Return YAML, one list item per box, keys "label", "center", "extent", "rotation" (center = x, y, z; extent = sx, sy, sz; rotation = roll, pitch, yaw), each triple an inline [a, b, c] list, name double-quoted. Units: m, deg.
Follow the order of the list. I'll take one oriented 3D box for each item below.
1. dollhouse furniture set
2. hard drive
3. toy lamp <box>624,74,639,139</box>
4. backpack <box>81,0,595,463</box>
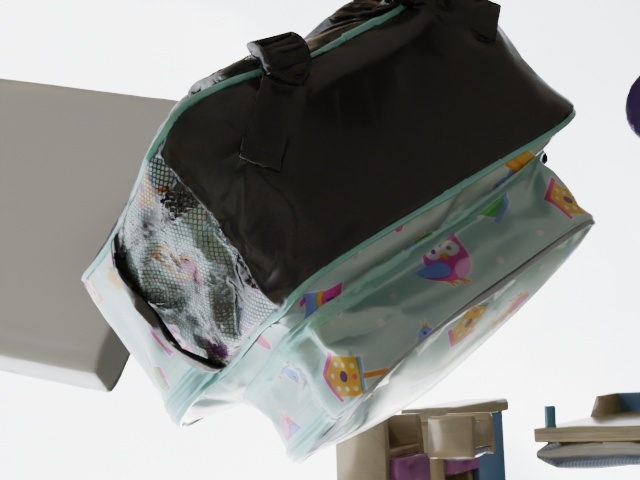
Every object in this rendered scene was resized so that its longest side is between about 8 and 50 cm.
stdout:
- label: "dollhouse furniture set"
  center: [0.216, 0.237, 1.428]
  extent: [0.286, 0.303, 0.198]
  rotation: [1, -96, -60]
- label: "hard drive"
  center: [-0.274, -0.022, 1.271]
  extent: [0.047, 0.353, 0.233]
  rotation: [64, -139, -53]
- label: "toy lamp"
  center: [0.273, -0.011, 1.030]
  extent: [0.274, 0.080, 0.080]
  rotation: [49, -139, -44]
- label: "backpack"
  center: [0.000, 0.000, 0.650]
  extent: [0.166, 0.188, 0.144]
  rotation: [-35, -89, -32]
